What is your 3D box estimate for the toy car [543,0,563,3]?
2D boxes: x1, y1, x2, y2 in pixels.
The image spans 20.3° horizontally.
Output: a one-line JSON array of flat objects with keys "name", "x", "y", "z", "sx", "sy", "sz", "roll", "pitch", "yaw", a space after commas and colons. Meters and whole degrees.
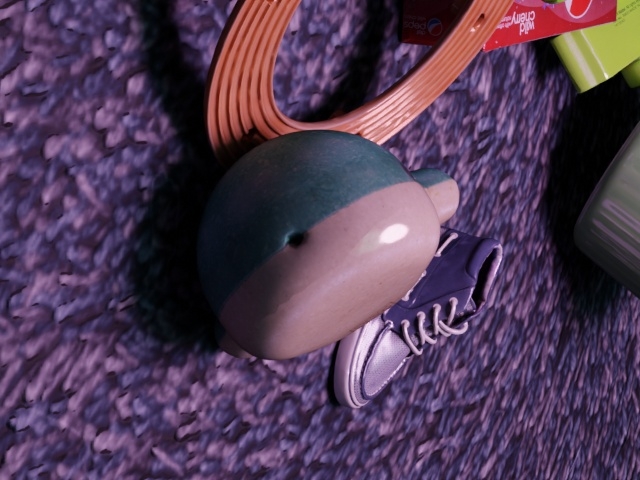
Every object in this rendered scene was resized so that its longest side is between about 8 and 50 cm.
[{"name": "toy car", "x": 0.222, "y": -0.300, "z": 1.446, "sx": 0.053, "sy": 0.239, "sz": 0.225, "roll": 1, "pitch": 115, "yaw": -28}]

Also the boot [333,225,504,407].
[{"name": "boot", "x": 0.085, "y": 0.066, "z": 1.531, "sx": 0.190, "sy": 0.086, "sz": 0.069, "roll": -63, "pitch": 145, "yaw": -24}]

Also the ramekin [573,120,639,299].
[{"name": "ramekin", "x": 0.390, "y": -0.067, "z": 1.815, "sx": 0.303, "sy": 0.148, "sz": 0.303, "roll": -51, "pitch": 168, "yaw": -15}]

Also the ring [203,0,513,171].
[{"name": "ring", "x": 0.041, "y": -0.177, "z": 1.316, "sx": 0.336, "sy": 0.032, "sz": 0.336, "roll": -35, "pitch": 152, "yaw": -21}]

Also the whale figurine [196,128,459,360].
[{"name": "whale figurine", "x": 0.000, "y": 0.000, "z": 1.344, "sx": 0.216, "sy": 0.141, "sz": 0.272, "roll": -36, "pitch": 168, "yaw": 7}]

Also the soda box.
[{"name": "soda box", "x": 0.173, "y": -0.226, "z": 1.579, "sx": 0.263, "sy": 0.083, "sz": 0.092, "roll": -19, "pitch": 114, "yaw": -54}]

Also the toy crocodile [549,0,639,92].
[{"name": "toy crocodile", "x": 0.329, "y": -0.239, "z": 1.816, "sx": 0.340, "sy": 0.105, "sz": 0.115, "roll": -41, "pitch": 102, "yaw": -42}]
